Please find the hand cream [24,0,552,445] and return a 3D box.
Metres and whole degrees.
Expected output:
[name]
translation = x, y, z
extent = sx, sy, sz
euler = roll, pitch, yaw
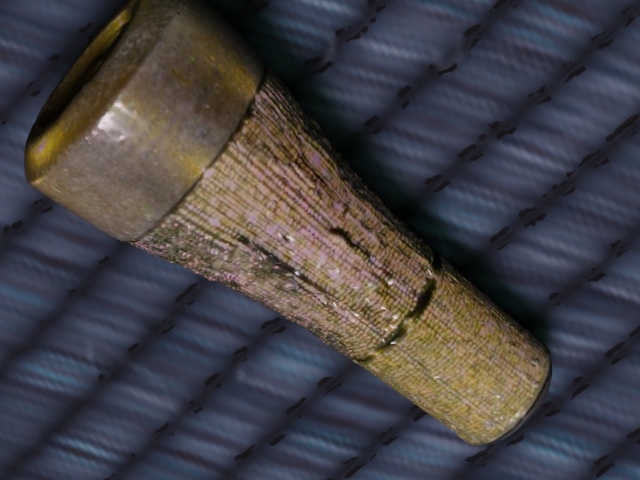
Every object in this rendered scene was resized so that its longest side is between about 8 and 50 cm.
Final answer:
[hand cream]
translation = 0.000, 0.000, 0.593
extent = 0.203, 0.084, 0.084
euler = 36, 108, -18
